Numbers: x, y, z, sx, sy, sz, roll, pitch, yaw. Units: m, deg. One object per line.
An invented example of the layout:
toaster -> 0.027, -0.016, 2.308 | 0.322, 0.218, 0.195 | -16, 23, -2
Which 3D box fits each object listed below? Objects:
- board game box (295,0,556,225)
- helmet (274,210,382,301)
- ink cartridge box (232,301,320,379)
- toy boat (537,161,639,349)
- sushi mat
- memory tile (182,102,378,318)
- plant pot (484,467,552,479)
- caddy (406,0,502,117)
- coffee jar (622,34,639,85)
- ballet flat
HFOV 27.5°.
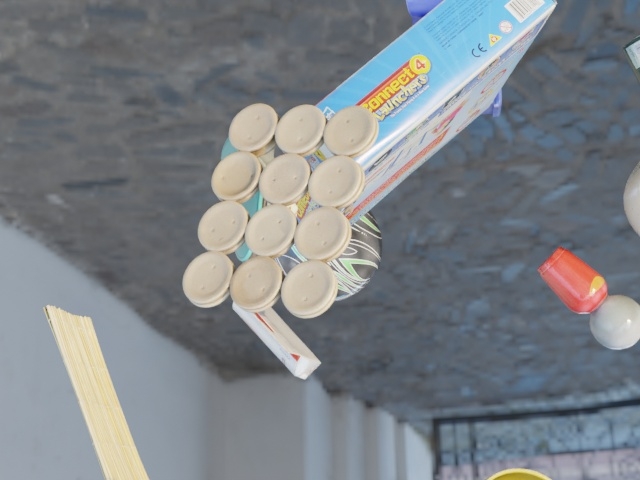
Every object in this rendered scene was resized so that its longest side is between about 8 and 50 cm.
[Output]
board game box -> 0.101, -0.151, 1.525 | 0.308, 0.086, 0.302 | -41, 173, -17
helmet -> 0.000, 0.000, 1.738 | 0.169, 0.169, 0.161 | -7, -177, 12
ink cartridge box -> -0.079, 0.137, 1.931 | 0.045, 0.145, 0.179 | -46, 162, 6
toy boat -> 0.417, -0.019, 1.579 | 0.318, 0.148, 0.267 | -48, 175, 14
sushi mat -> -0.330, 0.247, 1.966 | 0.019, 0.317, 0.151 | -26, 165, 11
memory tile -> -0.026, -0.022, 0.837 | 0.113, 0.148, 0.012 | 3, 156, 29
plant pot -> 0.163, 0.284, 1.202 | 0.134, 0.134, 0.095 | 10, 157, -25
caddy -> 0.228, -0.314, 2.022 | 0.179, 0.241, 0.341 | -4, 178, 6
coffee jar -> 0.531, -0.227, 1.971 | 0.079, 0.184, 0.096 | -28, 173, 29
ballet flat -> -0.055, -0.043, 1.342 | 0.068, 0.213, 0.072 | 17, 121, -23
